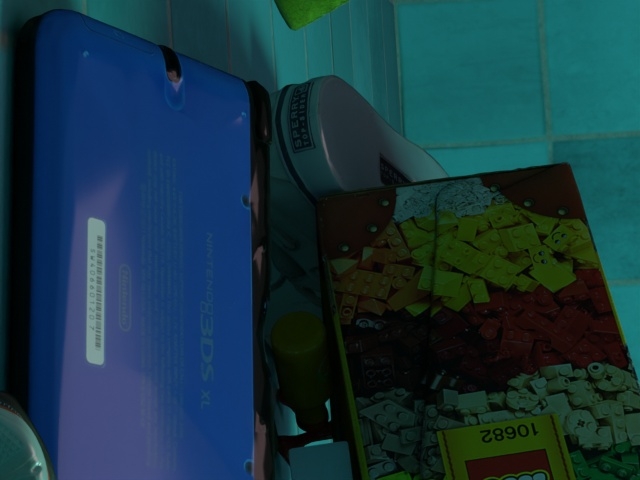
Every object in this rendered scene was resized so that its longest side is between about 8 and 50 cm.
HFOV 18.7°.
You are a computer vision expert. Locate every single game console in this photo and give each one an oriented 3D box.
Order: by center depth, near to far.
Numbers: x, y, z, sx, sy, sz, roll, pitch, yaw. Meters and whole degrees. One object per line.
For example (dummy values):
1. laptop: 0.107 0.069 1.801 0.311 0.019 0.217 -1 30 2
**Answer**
1. game console: -0.117 0.059 1.047 0.250 0.173 0.293 18 64 -49

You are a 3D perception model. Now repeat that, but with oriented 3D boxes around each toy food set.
1. toy food set: -0.031 0.170 1.311 0.104 0.111 0.232 80 1 -47

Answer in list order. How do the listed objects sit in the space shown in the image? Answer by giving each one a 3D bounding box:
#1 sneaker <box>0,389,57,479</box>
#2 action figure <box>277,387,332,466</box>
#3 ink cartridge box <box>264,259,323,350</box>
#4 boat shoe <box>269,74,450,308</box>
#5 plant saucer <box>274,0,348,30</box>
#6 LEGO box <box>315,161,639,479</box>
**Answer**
1. sneaker: -0.124 0.135 0.825 0.065 0.061 0.157 -92 177 -74
2. action figure: 0.115 0.150 1.712 0.139 0.280 0.091 45 36 -43
3. ink cartridge box: 0.000 0.000 1.739 0.160 0.093 0.219 64 24 -71
4. boat shoe: 0.011 -0.005 1.559 0.367 0.157 0.135 38 45 -56
5. plant saucer: 0.018 -0.243 1.129 0.045 0.188 0.188 11 66 -40
6. LEGO box: 0.125 0.249 1.459 0.500 0.193 0.372 86 -5 -49
